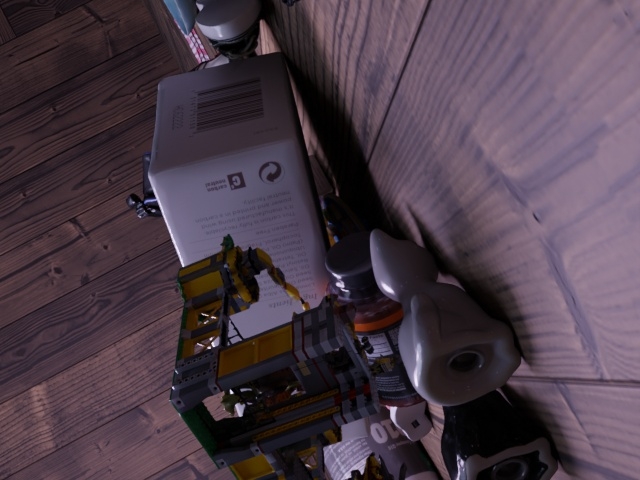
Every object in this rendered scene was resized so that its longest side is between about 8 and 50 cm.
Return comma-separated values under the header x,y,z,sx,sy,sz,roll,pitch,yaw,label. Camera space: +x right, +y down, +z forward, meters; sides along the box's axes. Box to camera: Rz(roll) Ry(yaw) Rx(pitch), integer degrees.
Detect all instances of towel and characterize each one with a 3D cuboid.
x,y,z,sx,sy,sz,roll,pitch,yaw,label
-0.288,-0.440,2.052,0.197,0.029,0.144,62,175,-5,towel

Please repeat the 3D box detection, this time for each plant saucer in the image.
x,y,z,sx,sy,sz,roll,pitch,yaw,label
-0.311,-0.544,1.692,0.317,0.044,0.317,61,174,11,plant saucer

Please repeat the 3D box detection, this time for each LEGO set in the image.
x,y,z,sx,sy,sz,roll,pitch,yaw,label
0.000,0.144,0.892,0.255,0.192,0.331,-87,-27,-66,LEGO set

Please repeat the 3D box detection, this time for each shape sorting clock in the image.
x,y,z,sx,sy,sz,roll,pitch,yaw,label
0.056,0.030,1.173,0.206,0.040,0.206,61,175,10,shape sorting clock

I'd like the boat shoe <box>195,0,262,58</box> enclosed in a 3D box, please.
x,y,z,sx,sy,sz,roll,pitch,yaw,label
-0.100,-0.256,1.051,0.219,0.078,0.070,-111,-4,-66,boat shoe

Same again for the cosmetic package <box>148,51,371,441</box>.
x,y,z,sx,sy,sz,roll,pitch,yaw,label
-0.065,0.029,1.103,0.230,0.162,0.453,-100,-4,-55,cosmetic package

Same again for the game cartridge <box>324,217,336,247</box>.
x,y,z,sx,sy,sz,roll,pitch,yaw,label
0.000,0.000,1.525,0.323,0.053,0.285,54,171,37,game cartridge

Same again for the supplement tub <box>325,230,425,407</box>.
x,y,z,sx,sy,sz,roll,pitch,yaw,label
0.070,0.085,0.981,0.106,0.106,0.198,54,170,55,supplement tub

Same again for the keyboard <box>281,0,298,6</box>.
x,y,z,sx,sy,sz,roll,pitch,yaw,label
-0.043,-0.253,0.781,0.108,0.023,0.180,64,175,-25,keyboard

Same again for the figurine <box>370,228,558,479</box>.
x,y,z,sx,sy,sz,roll,pitch,yaw,label
0.113,0.105,0.824,0.209,0.092,0.215,-120,5,-60,figurine

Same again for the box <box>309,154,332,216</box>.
x,y,z,sx,sy,sz,roll,pitch,yaw,label
-0.046,-0.014,1.352,0.067,0.063,0.324,62,160,19,box

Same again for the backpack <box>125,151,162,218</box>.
x,y,z,sx,sy,sz,roll,pitch,yaw,label
-0.207,-0.123,1.752,0.263,0.277,0.213,53,-142,-73,backpack

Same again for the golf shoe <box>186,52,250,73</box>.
x,y,z,sx,sy,sz,roll,pitch,yaw,label
-0.157,-0.239,1.397,0.105,0.120,0.273,65,172,-14,golf shoe

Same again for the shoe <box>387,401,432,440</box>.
x,y,z,sx,sy,sz,roll,pitch,yaw,label
0.136,0.272,1.495,0.081,0.063,0.178,52,174,35,shoe

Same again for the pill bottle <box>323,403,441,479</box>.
x,y,z,sx,sy,sz,roll,pitch,yaw,label
0.133,0.500,1.918,0.361,0.204,0.204,58,173,31,pill bottle
